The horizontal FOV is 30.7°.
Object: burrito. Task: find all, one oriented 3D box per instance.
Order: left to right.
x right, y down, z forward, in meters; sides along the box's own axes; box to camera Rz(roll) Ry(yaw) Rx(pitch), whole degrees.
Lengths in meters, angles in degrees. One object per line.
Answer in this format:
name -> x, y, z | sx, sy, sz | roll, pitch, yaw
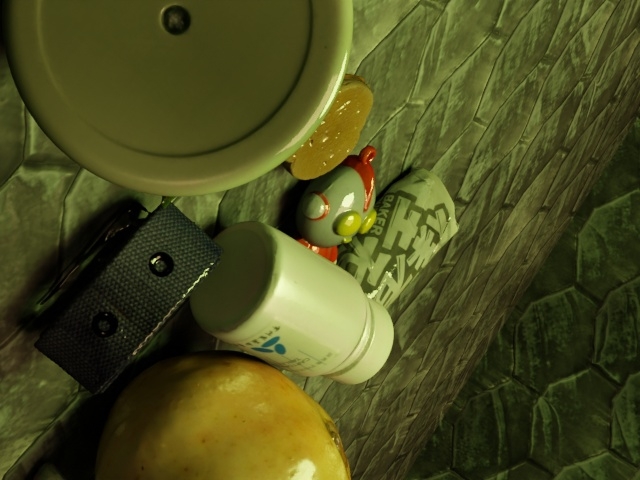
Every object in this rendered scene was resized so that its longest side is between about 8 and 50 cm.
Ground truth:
burrito -> 0.078, 0.059, 1.967 | 0.445, 0.139, 0.101 | -48, -173, -23

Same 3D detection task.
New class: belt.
belt -> -0.230, 0.059, 1.364 | 0.230, 0.126, 0.139 | -50, -174, -10

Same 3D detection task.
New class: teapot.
teapot -> -0.375, 0.343, 1.588 | 0.064, 0.064, 0.083 | -41, -172, -13

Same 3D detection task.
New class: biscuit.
biscuit -> -0.005, -0.159, 1.607 | 0.170, 0.050, 0.170 | -35, 153, -21

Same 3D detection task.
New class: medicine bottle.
medicine bottle -> -0.033, 0.097, 1.642 | 0.293, 0.170, 0.170 | 30, 96, -44

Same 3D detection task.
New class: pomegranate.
pomegranate -> -0.151, 0.367, 1.653 | 0.411, 0.411, 0.411 | -44, 157, -25

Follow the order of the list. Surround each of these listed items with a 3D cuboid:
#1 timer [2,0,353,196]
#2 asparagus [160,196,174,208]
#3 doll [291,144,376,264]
timer -> -0.116, -0.194, 1.099 | 0.290, 0.291, 0.315 | -56, -178, 5
asparagus -> -0.095, -0.187, 1.330 | 0.343, 0.085, 0.082 | -51, 171, 8
doll -> 0.000, 0.000, 1.774 | 0.200, 0.105, 0.336 | -4, 128, -59
